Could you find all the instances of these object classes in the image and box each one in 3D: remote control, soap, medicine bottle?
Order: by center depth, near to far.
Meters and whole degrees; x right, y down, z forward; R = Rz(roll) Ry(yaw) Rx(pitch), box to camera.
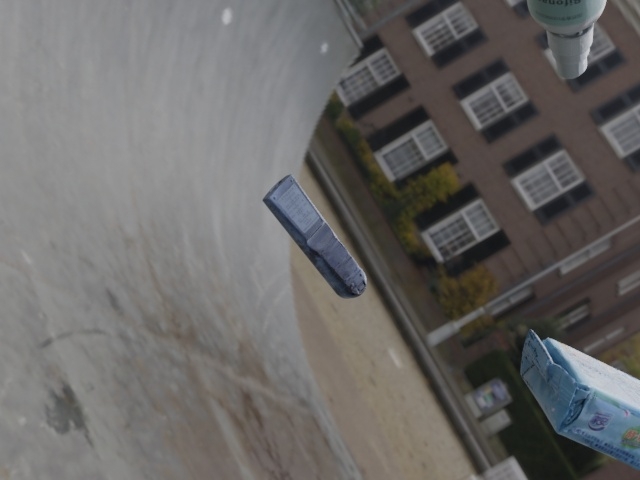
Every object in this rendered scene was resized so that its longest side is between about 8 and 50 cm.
[{"bbox_3d":[-0.001,0.000,1.039,0.152,0.043,0.027,51,-24,-16],"label":"remote control"},{"bbox_3d":[0.397,0.230,1.291,0.293,0.077,0.156,26,17,-17],"label":"soap"},{"bbox_3d":[0.338,-0.352,1.342,0.110,0.110,0.352,62,0,35],"label":"medicine bottle"}]
